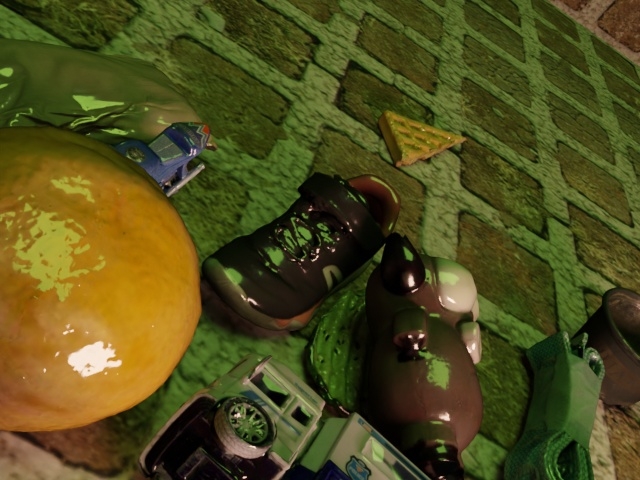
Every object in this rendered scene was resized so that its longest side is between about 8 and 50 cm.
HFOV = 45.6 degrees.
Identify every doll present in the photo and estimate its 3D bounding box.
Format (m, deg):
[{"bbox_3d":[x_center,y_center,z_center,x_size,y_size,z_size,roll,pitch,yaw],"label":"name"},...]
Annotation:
[{"bbox_3d":[0.103,0.116,0.773,0.118,0.182,0.257,-4,54,12],"label":"doll"}]

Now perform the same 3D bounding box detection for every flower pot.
[{"bbox_3d":[0.419,0.155,1.053,0.158,0.106,0.157,21,41,-20],"label":"flower pot"}]

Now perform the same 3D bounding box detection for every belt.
[{"bbox_3d":[0.280,0.206,0.899,0.087,0.072,0.302,40,35,-2],"label":"belt"}]

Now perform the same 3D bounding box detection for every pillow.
[{"bbox_3d":[-0.258,-0.154,0.824,0.270,0.067,0.173,-5,48,-45],"label":"pillow"}]

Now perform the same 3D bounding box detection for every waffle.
[{"bbox_3d":[0.187,-0.146,1.243,0.191,0.032,0.125,12,41,-31],"label":"waffle"}]

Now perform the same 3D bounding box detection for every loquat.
[{"bbox_3d":[-0.201,0.030,0.562,0.238,0.193,0.238,19,62,-40],"label":"loquat"}]

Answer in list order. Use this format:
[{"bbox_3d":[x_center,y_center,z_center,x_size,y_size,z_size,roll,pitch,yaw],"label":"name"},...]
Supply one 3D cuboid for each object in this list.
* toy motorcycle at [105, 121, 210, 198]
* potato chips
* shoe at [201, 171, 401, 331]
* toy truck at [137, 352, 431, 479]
[{"bbox_3d":[-0.190,-0.055,0.732,0.076,0.114,0.205,44,36,9],"label":"toy motorcycle"},{"bbox_3d":[0.037,0.104,0.830,0.092,0.028,0.207,39,38,-9],"label":"potato chips"},{"bbox_3d":[0.000,0.000,0.821,0.114,0.137,0.291,46,36,12],"label":"shoe"},{"bbox_3d":[0.002,0.209,0.605,0.268,0.124,0.155,43,28,2],"label":"toy truck"}]
